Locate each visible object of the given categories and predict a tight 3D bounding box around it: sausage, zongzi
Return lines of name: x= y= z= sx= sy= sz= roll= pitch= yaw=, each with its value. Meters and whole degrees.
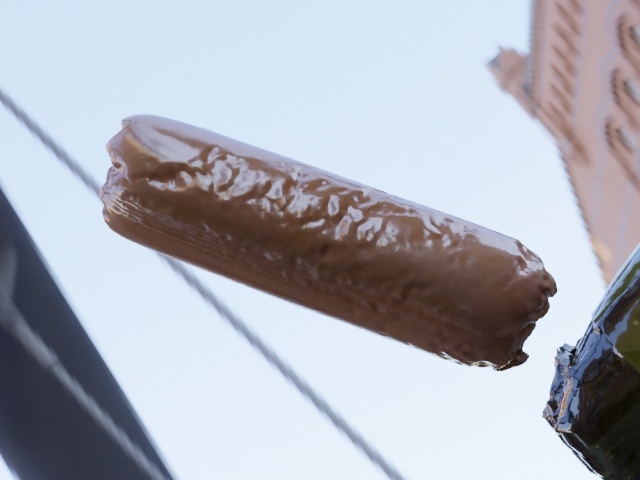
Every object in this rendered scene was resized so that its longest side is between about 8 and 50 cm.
sausage: x=0.001 y=0.001 z=0.982 sx=0.086 sy=0.289 sz=0.086 roll=19 pitch=-90 yaw=-83
zongzi: x=0.320 y=0.061 z=1.459 sx=0.289 sy=0.154 sz=0.317 roll=-44 pitch=5 yaw=12
